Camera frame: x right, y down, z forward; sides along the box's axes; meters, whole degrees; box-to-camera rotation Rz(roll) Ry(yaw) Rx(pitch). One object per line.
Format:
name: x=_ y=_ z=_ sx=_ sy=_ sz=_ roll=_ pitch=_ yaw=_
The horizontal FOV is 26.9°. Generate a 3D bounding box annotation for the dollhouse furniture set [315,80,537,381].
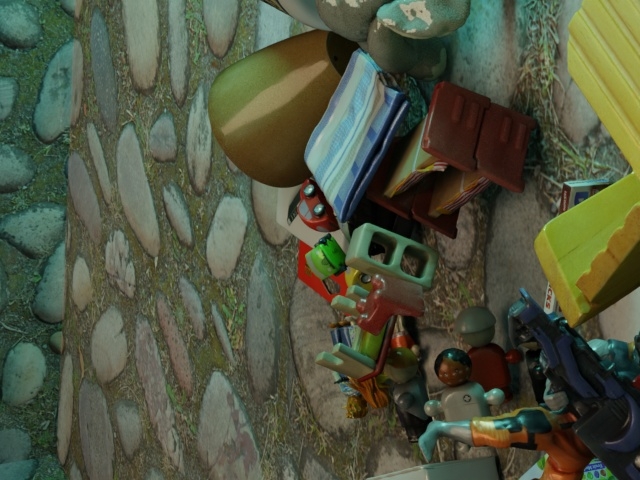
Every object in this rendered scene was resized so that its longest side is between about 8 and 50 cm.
dollhouse furniture set: x=0.142 y=0.002 z=1.779 sx=0.201 sy=0.152 sz=0.374 roll=-38 pitch=33 yaw=62

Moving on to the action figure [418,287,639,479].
action figure: x=0.278 y=0.179 z=1.571 sx=0.341 sy=0.330 sz=0.178 roll=54 pitch=-165 yaw=-21

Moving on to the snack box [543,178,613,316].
snack box: x=0.324 y=0.011 z=1.682 sx=0.022 sy=0.064 sz=0.178 roll=-139 pitch=48 yaw=-57

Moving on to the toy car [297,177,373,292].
toy car: x=0.017 y=0.019 z=2.110 sx=0.239 sy=0.053 sz=0.225 roll=55 pitch=-165 yaw=0

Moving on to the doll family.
doll family: x=0.065 y=0.207 z=2.193 sx=0.263 sy=0.118 sz=0.163 roll=-27 pitch=74 yaw=63

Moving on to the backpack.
backpack: x=0.090 y=-0.070 z=2.089 sx=0.115 sy=0.152 sz=0.182 roll=-106 pitch=17 yaw=-64

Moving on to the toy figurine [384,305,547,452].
toy figurine: x=0.205 y=0.178 z=1.794 sx=0.213 sy=0.210 sz=0.148 roll=-1 pitch=107 yaw=64

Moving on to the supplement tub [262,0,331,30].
supplement tub: x=-0.030 y=-0.479 z=2.123 sx=0.325 sy=0.235 sz=0.235 roll=-140 pitch=50 yaw=-56

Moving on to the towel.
towel: x=0.046 y=-0.160 z=1.954 sx=0.209 sy=0.034 sz=0.285 roll=-63 pitch=18 yaw=15

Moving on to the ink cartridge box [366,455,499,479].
ink cartridge box: x=0.188 y=0.488 z=1.988 sx=0.226 sy=0.131 sz=0.306 roll=148 pitch=115 yaw=-63

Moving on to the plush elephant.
plush elephant: x=0.126 y=-0.370 z=1.812 sx=0.255 sy=0.330 sz=0.271 roll=-3 pitch=90 yaw=44

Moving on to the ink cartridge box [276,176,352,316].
ink cartridge box: x=0.000 y=0.000 z=2.364 sx=0.275 sy=0.060 sz=0.239 roll=35 pitch=124 yaw=58

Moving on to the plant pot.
plant pot: x=-0.021 y=-0.245 z=2.199 sx=0.254 sy=0.237 sz=0.237 roll=-33 pitch=64 yaw=46

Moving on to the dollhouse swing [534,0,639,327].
dollhouse swing: x=0.326 y=-0.164 z=1.410 sx=0.305 sy=0.315 sz=0.347 roll=50 pitch=143 yaw=19

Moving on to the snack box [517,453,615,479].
snack box: x=0.332 y=0.387 z=1.736 sx=0.174 sy=0.070 sz=0.207 roll=122 pitch=137 yaw=-51
